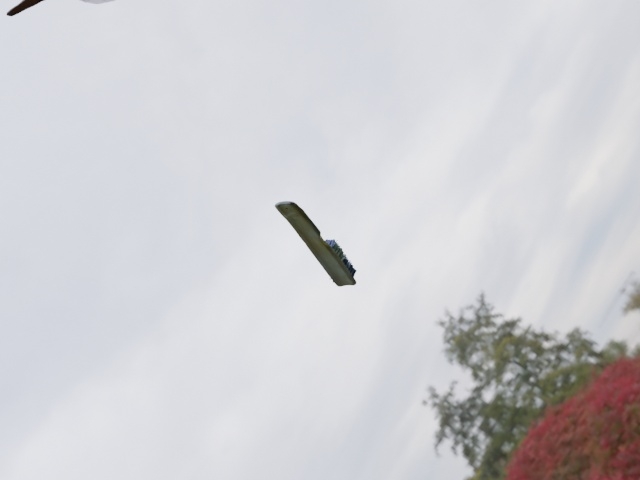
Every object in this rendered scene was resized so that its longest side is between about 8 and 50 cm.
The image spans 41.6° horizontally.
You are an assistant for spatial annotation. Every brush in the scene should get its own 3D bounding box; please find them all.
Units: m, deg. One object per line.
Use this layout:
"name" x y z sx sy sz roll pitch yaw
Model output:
"brush" 0.000 0.000 1.057 0.178 0.033 0.030 53 -127 -42

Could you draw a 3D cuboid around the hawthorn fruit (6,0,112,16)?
"hawthorn fruit" -0.242 -0.331 0.829 0.210 0.210 0.262 -22 -23 -53
